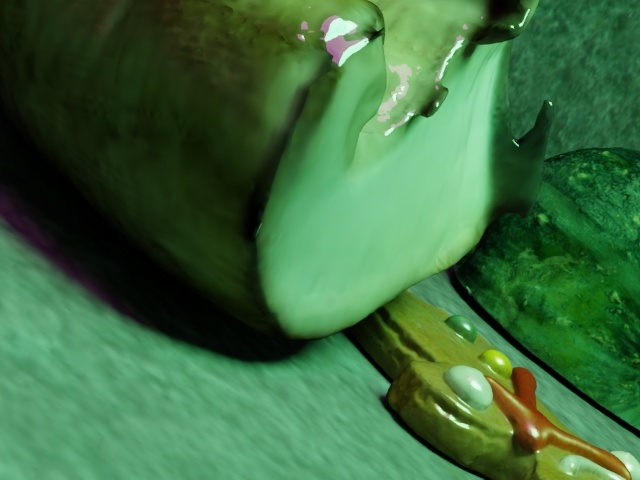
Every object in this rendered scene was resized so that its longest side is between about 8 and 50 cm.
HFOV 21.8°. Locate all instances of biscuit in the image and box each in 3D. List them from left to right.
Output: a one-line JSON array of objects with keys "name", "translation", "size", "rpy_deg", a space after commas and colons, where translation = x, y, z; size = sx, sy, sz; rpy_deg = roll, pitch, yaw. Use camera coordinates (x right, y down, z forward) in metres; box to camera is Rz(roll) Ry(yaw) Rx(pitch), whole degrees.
[{"name": "biscuit", "translation": [0.114, 0.107, 0.967], "size": [0.205, 0.049, 0.324], "rpy_deg": [30, 13, -34]}]

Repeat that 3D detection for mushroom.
[{"name": "mushroom", "translation": [-0.100, -0.114, 0.934], "size": [0.397, 0.224, 0.313], "rpy_deg": [26, 35, 23]}]

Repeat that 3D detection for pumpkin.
[{"name": "pumpkin", "translation": [0.282, 0.036, 1.426], "size": [0.293, 0.197, 0.263], "rpy_deg": [35, 7, -19]}]

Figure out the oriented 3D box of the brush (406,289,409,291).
[{"name": "brush", "translation": [0.000, 0.000, 1.166], "size": [0.170, 0.014, 0.043], "rpy_deg": [31, 12, -28]}]
